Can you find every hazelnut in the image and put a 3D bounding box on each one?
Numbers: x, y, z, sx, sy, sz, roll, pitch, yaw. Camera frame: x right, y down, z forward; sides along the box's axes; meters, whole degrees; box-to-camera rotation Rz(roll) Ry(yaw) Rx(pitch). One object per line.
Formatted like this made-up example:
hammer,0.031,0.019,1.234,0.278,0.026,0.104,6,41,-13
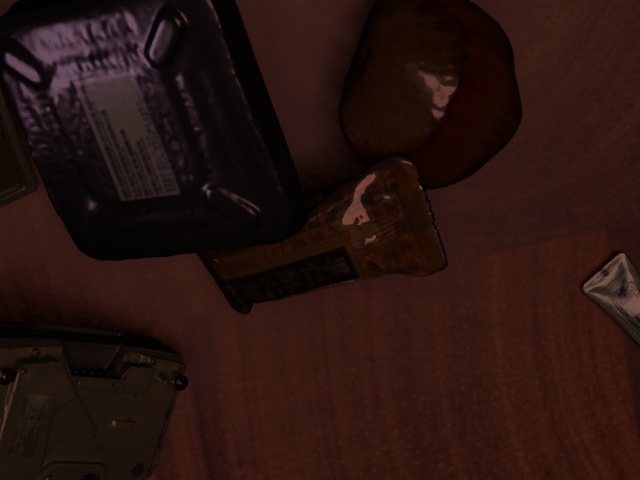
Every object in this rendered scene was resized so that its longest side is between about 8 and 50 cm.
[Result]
hazelnut,0.122,-0.157,1.700,0.210,0.186,0.210,0,83,-1

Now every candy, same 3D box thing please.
candy,0.000,0.000,1.713,0.271,0.101,0.143,-16,118,25

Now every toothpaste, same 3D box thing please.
toothpaste,0.386,0.110,1.850,0.064,0.041,0.218,-42,98,8

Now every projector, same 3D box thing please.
projector,-0.271,0.189,1.698,0.269,0.088,0.194,9,102,-46

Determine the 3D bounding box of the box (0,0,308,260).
box,-0.173,-0.117,1.642,0.288,0.073,0.290,-4,117,31

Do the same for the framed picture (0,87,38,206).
framed picture,-0.427,-0.127,1.617,0.232,0.024,0.315,-27,130,-18
